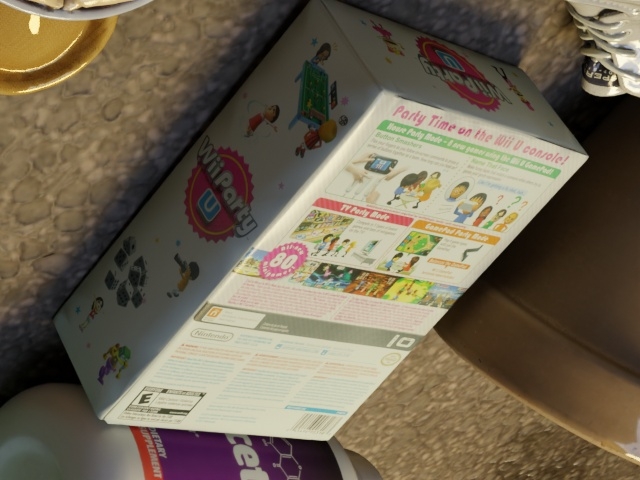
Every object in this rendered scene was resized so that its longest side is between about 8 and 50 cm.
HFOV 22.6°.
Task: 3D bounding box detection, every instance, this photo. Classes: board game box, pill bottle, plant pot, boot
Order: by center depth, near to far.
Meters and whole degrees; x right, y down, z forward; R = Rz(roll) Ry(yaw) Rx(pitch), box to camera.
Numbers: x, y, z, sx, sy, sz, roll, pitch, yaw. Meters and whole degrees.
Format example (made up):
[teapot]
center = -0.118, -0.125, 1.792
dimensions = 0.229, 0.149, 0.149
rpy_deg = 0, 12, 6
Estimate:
[boot]
center = 0.202, -0.145, 1.054
dimensions = 0.258, 0.095, 0.123
rpy_deg = -3, 130, -38
[board game box]
center = 0.000, 0.000, 1.081
dimensions = 0.224, 0.097, 0.303
rpy_deg = 12, 128, -47
[pill bottle]
center = -0.094, 0.206, 1.190
dimensions = 0.323, 0.181, 0.181
rpy_deg = 12, 127, -47
[plant pot]
center = 0.247, 0.020, 1.197
dimensions = 0.263, 0.263, 0.229
rpy_deg = 15, 108, -48

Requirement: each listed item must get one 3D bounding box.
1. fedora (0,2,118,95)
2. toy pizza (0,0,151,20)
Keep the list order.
[fedora]
center = -0.155, -0.134, 0.799
dimensions = 0.194, 0.079, 0.194
rpy_deg = -21, 144, -16
[toy pizza]
center = -0.100, -0.198, 0.725
dimensions = 0.201, 0.032, 0.201
rpy_deg = -17, 116, -37
